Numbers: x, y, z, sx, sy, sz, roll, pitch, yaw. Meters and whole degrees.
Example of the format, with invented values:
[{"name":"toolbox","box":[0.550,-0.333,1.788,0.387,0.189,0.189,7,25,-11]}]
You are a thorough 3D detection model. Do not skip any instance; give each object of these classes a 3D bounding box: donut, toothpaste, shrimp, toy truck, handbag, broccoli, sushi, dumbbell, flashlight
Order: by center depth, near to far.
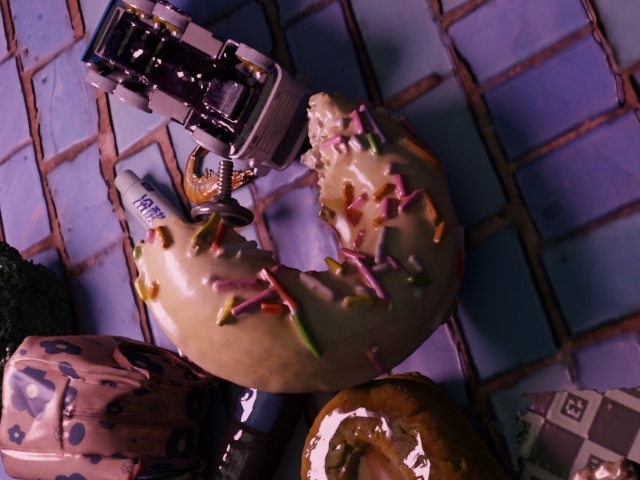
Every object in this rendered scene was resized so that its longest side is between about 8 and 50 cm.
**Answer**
[{"name":"sushi","box":[0.305,0.284,1.263,0.264,0.050,0.290,-7,74,33]},{"name":"donut","box":[0.089,0.274,1.365,0.208,0.128,0.261,-50,55,14]},{"name":"donut","box":[-0.001,0.009,1.392,0.371,0.150,0.307,-39,70,-23]},{"name":"flashlight","box":[-0.076,0.238,1.514,0.103,0.103,0.424,24,94,36]},{"name":"handbag","box":[-0.244,0.214,1.541,0.193,0.251,0.190,3,86,25]},{"name":"dumbbell","box":[-0.125,0.023,1.567,0.110,0.110,0.254,-5,73,33]},{"name":"toy truck","box":[-0.164,-0.214,1.631,0.367,0.175,0.146,33,99,36]},{"name":"toothpaste","box":[-0.183,0.007,1.671,0.075,0.048,0.297,-48,60,7]},{"name":"shrimp","box":[-0.134,-0.096,1.673,0.127,0.025,0.091,-8,72,35]},{"name":"broccoli","box":[-0.491,0.142,1.715,0.297,0.297,0.297,-42,55,48]}]
